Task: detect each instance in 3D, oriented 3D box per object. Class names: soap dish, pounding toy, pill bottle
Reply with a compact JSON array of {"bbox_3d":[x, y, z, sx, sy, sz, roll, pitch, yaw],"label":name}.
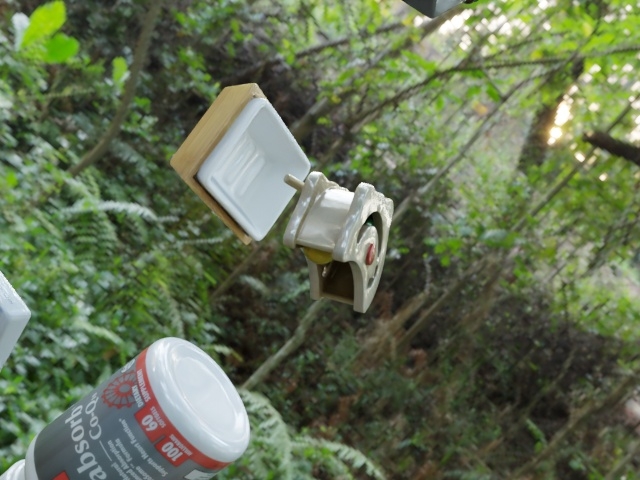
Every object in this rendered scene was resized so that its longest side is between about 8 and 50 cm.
[{"bbox_3d":[-0.156,-0.150,1.749,0.118,0.228,0.291,28,-13,29],"label":"soap dish"},{"bbox_3d":[0.000,0.000,1.146,0.155,0.154,0.269,14,-2,17],"label":"pounding toy"},{"bbox_3d":[-0.302,0.326,1.319,0.210,0.363,0.210,49,13,-15],"label":"pill bottle"}]

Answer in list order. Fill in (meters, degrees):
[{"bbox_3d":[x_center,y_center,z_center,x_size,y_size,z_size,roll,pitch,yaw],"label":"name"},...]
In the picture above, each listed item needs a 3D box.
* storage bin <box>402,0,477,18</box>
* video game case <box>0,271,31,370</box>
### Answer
[{"bbox_3d":[0.148,-0.369,1.239,0.135,0.091,0.098,40,-27,25],"label":"storage bin"},{"bbox_3d":[-0.490,0.097,1.036,0.300,0.329,0.036,46,27,21],"label":"video game case"}]
